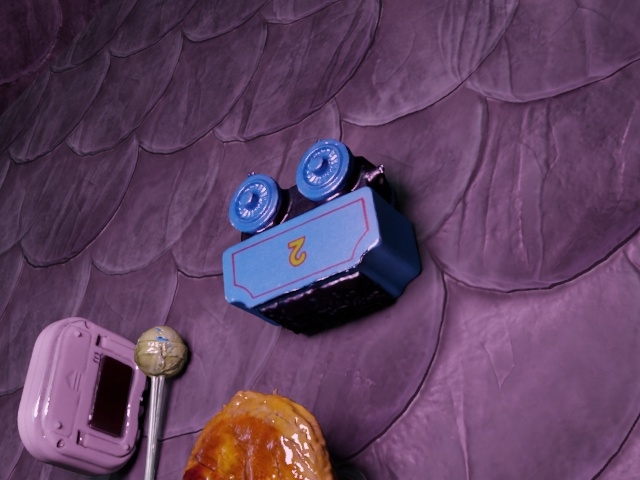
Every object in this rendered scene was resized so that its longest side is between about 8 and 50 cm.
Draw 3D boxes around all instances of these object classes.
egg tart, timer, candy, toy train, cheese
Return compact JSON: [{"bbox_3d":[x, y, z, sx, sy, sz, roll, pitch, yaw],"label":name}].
[{"bbox_3d":[-0.070,0.378,1.119,0.351,0.153,0.340,-11,67,44],"label":"egg tart"},{"bbox_3d":[-0.411,0.275,1.433,0.087,0.237,0.262,-17,55,32],"label":"timer"},{"bbox_3d":[-0.297,0.317,1.434,0.092,0.093,0.336,-22,58,47],"label":"candy"},{"bbox_3d":[0.000,0.000,1.296,0.300,0.188,0.265,-24,56,25],"label":"toy train"},{"bbox_3d":[0.028,0.353,1.157,0.120,0.026,0.067,24,82,46],"label":"cheese"}]
